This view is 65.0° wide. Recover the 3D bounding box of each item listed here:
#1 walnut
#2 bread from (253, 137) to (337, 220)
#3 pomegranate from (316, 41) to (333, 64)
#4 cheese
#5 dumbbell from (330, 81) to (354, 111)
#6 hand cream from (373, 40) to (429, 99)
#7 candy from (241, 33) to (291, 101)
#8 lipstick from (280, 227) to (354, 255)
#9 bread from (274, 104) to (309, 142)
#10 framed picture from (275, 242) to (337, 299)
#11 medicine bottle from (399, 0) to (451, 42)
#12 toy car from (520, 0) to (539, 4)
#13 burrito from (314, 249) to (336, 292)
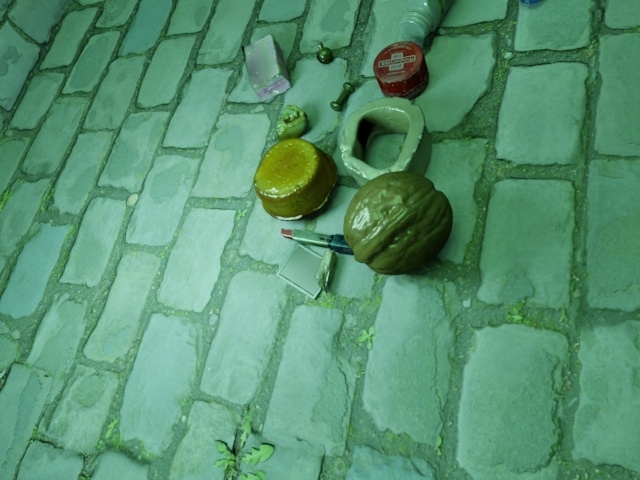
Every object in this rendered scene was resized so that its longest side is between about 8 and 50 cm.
[{"bbox_3d":[0.227,-0.050,1.520,0.333,0.333,0.332,-9,63,19],"label":"walnut"},{"bbox_3d":[-0.092,-0.217,1.794,0.313,0.172,0.311,-10,60,19],"label":"bread"},{"bbox_3d":[0.014,-0.764,2.058,0.073,0.084,0.073,-16,52,22],"label":"pomegranate"},{"bbox_3d":[0.219,-0.312,1.721,0.293,0.153,0.332,5,67,25],"label":"cheese"},{"bbox_3d":[0.085,-0.558,1.954,0.052,0.046,0.117,29,79,26],"label":"dumbbell"},{"bbox_3d":[0.298,-0.619,1.847,0.193,0.125,0.192,-9,63,18],"label":"hand cream"},{"bbox_3d":[-0.229,-0.733,2.127,0.156,0.116,0.264,-22,60,12],"label":"candy"},{"bbox_3d":[0.000,0.000,1.722,0.313,0.051,0.051,9,62,26],"label":"lipstick"},{"bbox_3d":[-0.101,-0.445,1.956,0.110,0.103,0.156,18,80,17],"label":"bread"},{"bbox_3d":[-0.049,0.102,1.720,0.183,0.011,0.141,29,80,30],"label":"framed picture"},{"bbox_3d":[0.419,-0.911,1.900,0.124,0.179,0.324,22,78,29],"label":"medicine bottle"},{"bbox_3d":[0.764,-0.949,1.842,0.103,0.063,0.216,-11,69,19],"label":"toy car"},{"bbox_3d":[0.016,0.099,1.663,0.055,0.041,0.149,12,71,12],"label":"burrito"}]
